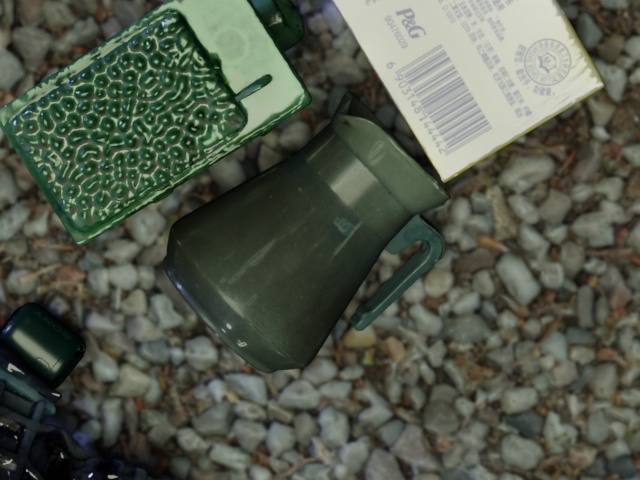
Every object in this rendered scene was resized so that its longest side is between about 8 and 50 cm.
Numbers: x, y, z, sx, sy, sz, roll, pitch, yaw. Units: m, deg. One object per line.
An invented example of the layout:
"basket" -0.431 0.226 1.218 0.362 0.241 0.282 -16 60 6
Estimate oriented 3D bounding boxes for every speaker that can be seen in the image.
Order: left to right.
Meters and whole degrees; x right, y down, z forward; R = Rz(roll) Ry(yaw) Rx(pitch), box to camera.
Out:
"speaker" -0.268 0.110 1.793 0.075 0.060 0.094 39 103 -2

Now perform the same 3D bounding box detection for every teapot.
"teapot" 0.000 0.000 1.702 0.225 0.171 0.203 -43 127 6

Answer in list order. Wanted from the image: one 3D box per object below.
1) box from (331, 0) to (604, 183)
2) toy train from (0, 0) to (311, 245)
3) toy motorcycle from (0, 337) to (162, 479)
"box" 0.107 -0.203 1.662 0.168 0.097 0.265 -32 98 7
"toy train" -0.131 -0.119 1.657 0.266 0.202 0.145 -32 96 9
"toy motorcycle" -0.338 0.199 1.767 0.416 0.172 0.232 26 139 -17
